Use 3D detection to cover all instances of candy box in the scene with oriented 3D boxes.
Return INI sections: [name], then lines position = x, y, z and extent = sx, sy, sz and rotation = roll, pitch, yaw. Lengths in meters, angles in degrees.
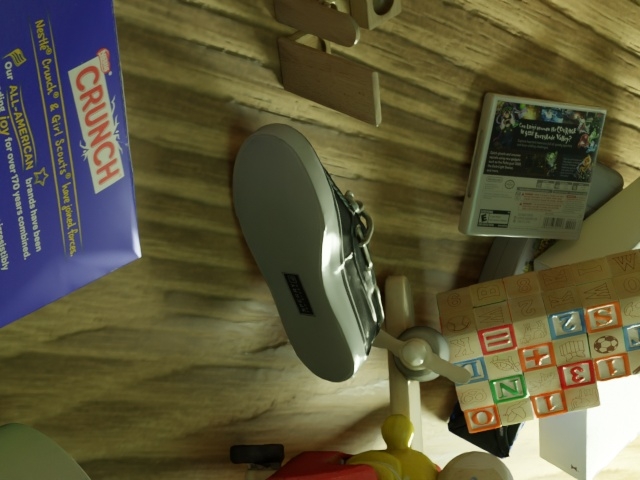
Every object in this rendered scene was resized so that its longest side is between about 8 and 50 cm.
[candy box]
position = -0.295, -0.054, 0.914
extent = 0.317, 0.122, 0.268
rotation = -27, 129, -36

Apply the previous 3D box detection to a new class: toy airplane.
[toy airplane]
position = 0.107, 0.291, 1.452
extent = 0.386, 0.272, 0.384
rotation = 61, 39, -27

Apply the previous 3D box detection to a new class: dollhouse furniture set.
[dollhouse furniture set]
position = 0.053, -0.220, 1.217
extent = 0.151, 0.123, 0.144
rotation = -34, 134, -32

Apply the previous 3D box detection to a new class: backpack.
[backpack]
position = 0.234, 0.218, 1.713
extent = 0.120, 0.098, 0.101
rotation = -64, 171, 2

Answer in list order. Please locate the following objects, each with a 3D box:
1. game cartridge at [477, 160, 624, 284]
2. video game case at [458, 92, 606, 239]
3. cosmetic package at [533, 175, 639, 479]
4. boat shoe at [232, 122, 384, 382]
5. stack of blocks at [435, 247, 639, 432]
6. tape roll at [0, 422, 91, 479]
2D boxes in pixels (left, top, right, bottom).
[game cartridge]
position = 0.298, 0.022, 1.705
extent = 0.196, 0.060, 0.294
rotation = 16, 98, -48
[video game case]
position = 0.263, -0.088, 1.572
extent = 0.190, 0.022, 0.173
rotation = 3, 104, -33
[cosmetic package]
position = 0.424, 0.117, 1.785
extent = 0.284, 0.097, 0.377
rotation = -36, 135, -32
[boat shoe]
position = 0.004, 0.001, 1.296
extent = 0.105, 0.113, 0.306
rotation = -48, 130, -39
[stack of blocks]
position = 0.307, 0.122, 1.572
extent = 0.297, 0.087, 0.171
rotation = -13, 127, 8
[tape roll]
position = -0.275, 0.295, 1.042
extent = 0.169, 0.246, 0.246
rotation = -26, 129, -37
